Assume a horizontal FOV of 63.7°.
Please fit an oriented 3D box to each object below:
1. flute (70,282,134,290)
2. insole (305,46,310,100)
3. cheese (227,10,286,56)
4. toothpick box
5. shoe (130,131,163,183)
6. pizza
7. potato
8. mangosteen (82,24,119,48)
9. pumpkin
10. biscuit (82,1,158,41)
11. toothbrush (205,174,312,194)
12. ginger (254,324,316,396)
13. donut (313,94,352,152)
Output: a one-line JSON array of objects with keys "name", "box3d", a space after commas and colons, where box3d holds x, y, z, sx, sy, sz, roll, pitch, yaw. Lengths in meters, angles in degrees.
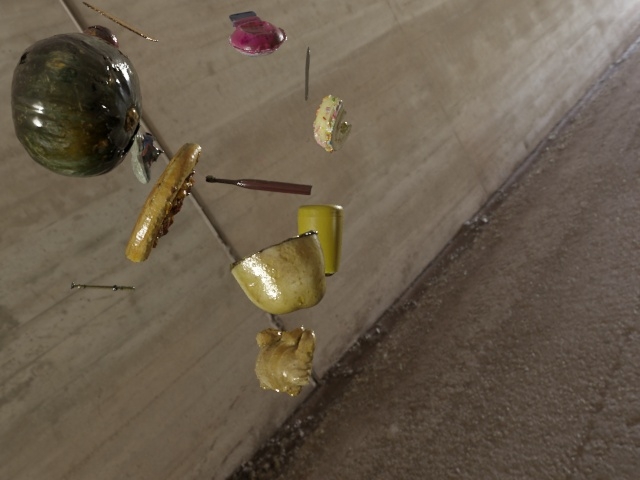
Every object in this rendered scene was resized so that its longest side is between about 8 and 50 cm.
[{"name": "flute", "box3d": [-0.846, 0.183, 2.014, 0.233, 0.027, 0.027, 6, -11, -32]}, {"name": "insole", "box3d": [-0.037, -0.475, 1.470, 0.002, 0.152, 0.053, 2, -4, -15]}, {"name": "cheese", "box3d": [-0.177, -0.548, 1.361, 0.155, 0.062, 0.244, -17, 49, -15]}, {"name": "toothpick box", "box3d": [0.000, 0.000, 1.976, 0.175, 0.271, 0.175, 0, 2, 0]}, {"name": "shoe", "box3d": [-0.734, -0.356, 2.195, 0.126, 0.227, 0.099, -11, 5, -40]}, {"name": "pizza", "box3d": [-0.490, -0.119, 1.614, 0.408, 0.114, 0.278, -62, 15, -9]}, {"name": "potato", "box3d": [-0.102, 0.110, 1.530, 0.286, 0.242, 0.242, -20, 8, -18]}, {"name": "mangosteen", "box3d": [-0.954, -0.830, 2.224, 0.166, 0.166, 0.180, -37, -9, -27]}, {"name": "pumpkin", "box3d": [-0.744, -0.416, 1.612, 0.344, 0.454, 0.454, 6, 12, -3]}, {"name": "biscuit", "box3d": [-0.707, -0.776, 1.845, 0.013, 0.232, 0.237, -61, 13, 12]}, {"name": "toothbrush", "box3d": [-0.210, -0.191, 1.762, 0.364, 0.040, 0.041, 6, 14, -2]}, {"name": "ginger", "box3d": [-0.089, 0.275, 1.185, 0.102, 0.157, 0.216, 8, -13, -39]}, {"name": "donut", "box3d": [0.025, -0.281, 1.298, 0.108, 0.065, 0.166, -62, -16, -7]}]
